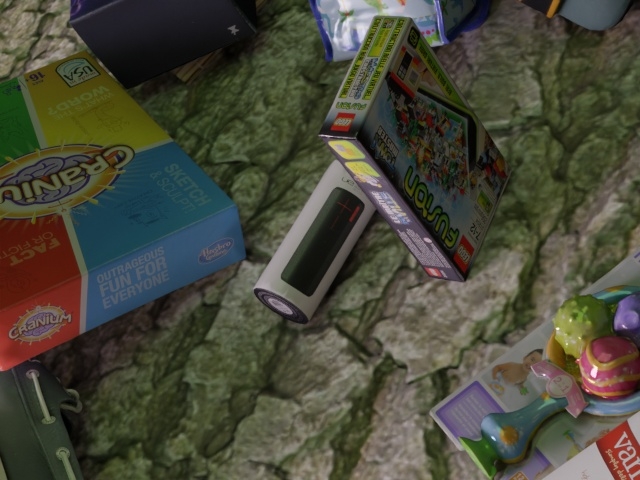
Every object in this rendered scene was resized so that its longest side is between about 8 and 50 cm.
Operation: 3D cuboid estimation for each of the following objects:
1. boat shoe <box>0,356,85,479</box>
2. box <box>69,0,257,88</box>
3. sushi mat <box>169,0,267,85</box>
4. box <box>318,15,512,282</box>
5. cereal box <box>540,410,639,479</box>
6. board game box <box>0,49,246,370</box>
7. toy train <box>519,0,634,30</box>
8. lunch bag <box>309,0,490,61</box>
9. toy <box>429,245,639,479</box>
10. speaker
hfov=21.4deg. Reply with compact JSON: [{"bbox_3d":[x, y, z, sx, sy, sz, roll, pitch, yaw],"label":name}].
[{"bbox_3d":[-0.254,0.168,1.455,0.099,0.116,0.319,2,36,-19],"label":"boat shoe"},{"bbox_3d":[-0.154,-0.276,1.665,0.153,0.108,0.207,-22,47,18],"label":"box"},{"bbox_3d":[-0.070,-0.300,1.720,0.316,0.019,0.151,-48,45,-7],"label":"sushi mat"},{"bbox_3d":[0.079,-0.068,1.323,0.036,0.207,0.114,8,63,35],"label":"box"},{"bbox_3d":[0.164,0.245,1.122,0.240,0.047,0.173,-39,44,15],"label":"cereal box"},{"bbox_3d":[-0.248,-0.039,1.543,0.242,0.064,0.316,-25,43,-20],"label":"board game box"},{"bbox_3d":[0.238,-0.337,1.460,0.190,0.142,0.334,30,66,5],"label":"toy train"},{"bbox_3d":[0.078,-0.225,1.522,0.128,0.096,0.151,-5,26,29],"label":"lunch bag"},{"bbox_3d":[0.199,0.086,1.239,0.237,0.056,0.137,-40,47,0],"label":"toy"},{"bbox_3d":[0.000,0.000,1.428,0.055,0.055,0.136,17,67,39],"label":"speaker"}]
